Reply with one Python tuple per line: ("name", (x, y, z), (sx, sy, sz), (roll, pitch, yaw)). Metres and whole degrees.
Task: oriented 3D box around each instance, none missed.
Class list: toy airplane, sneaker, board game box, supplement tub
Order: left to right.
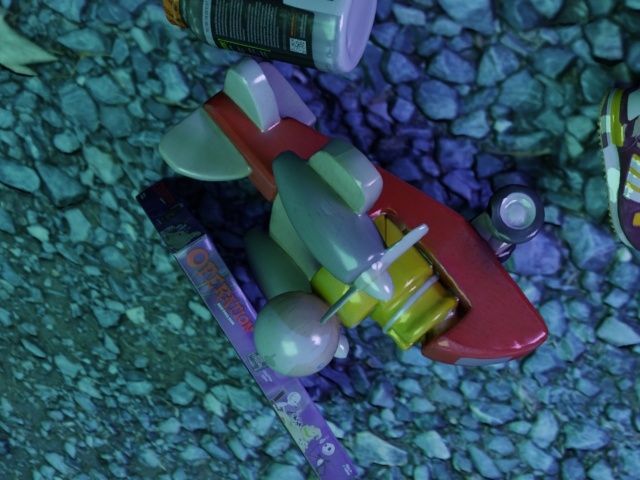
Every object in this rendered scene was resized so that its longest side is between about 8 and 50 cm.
("board game box", (-0.083, 0.105, 2.000), (0.056, 0.208, 0.347), (-31, 116, -1))
("supplement tub", (-0.049, -0.235, 1.742), (0.190, 0.117, 0.117), (14, 132, 14))
("toy airplane", (0.000, 0.000, 1.785), (0.384, 0.272, 0.386), (17, 162, 42))
("sneaker", (0.324, -0.064, 1.734), (0.084, 0.069, 0.185), (4, 129, 30))
